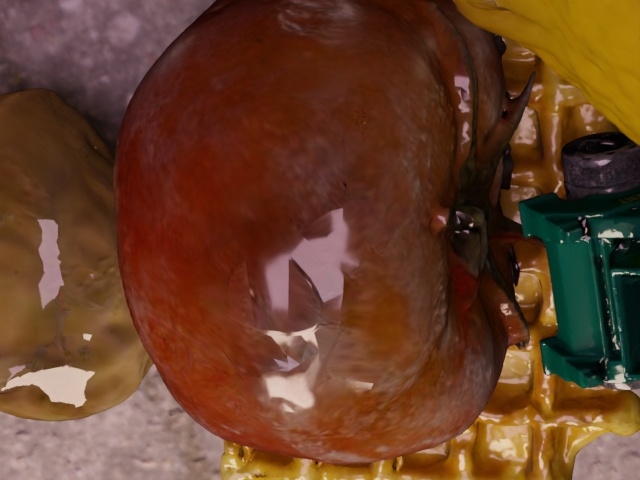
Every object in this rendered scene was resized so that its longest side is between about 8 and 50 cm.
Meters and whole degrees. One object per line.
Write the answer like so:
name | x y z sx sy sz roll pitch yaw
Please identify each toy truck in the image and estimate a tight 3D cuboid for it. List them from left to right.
toy truck | 0.202 0.003 0.684 0.216 0.116 0.110 -16 111 -14

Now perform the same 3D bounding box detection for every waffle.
waffle | 0.041 0.007 0.778 0.283 0.065 0.309 44 107 -6

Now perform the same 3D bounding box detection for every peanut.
peanut | -0.138 0.006 0.777 0.140 0.109 0.159 2 99 26

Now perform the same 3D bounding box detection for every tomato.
tomato | 0.000 0.000 0.672 0.181 0.155 0.214 -5 108 14

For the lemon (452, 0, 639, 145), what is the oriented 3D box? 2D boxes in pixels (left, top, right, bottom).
lemon | 0.206 -0.170 0.557 0.336 0.336 0.336 3 109 9
